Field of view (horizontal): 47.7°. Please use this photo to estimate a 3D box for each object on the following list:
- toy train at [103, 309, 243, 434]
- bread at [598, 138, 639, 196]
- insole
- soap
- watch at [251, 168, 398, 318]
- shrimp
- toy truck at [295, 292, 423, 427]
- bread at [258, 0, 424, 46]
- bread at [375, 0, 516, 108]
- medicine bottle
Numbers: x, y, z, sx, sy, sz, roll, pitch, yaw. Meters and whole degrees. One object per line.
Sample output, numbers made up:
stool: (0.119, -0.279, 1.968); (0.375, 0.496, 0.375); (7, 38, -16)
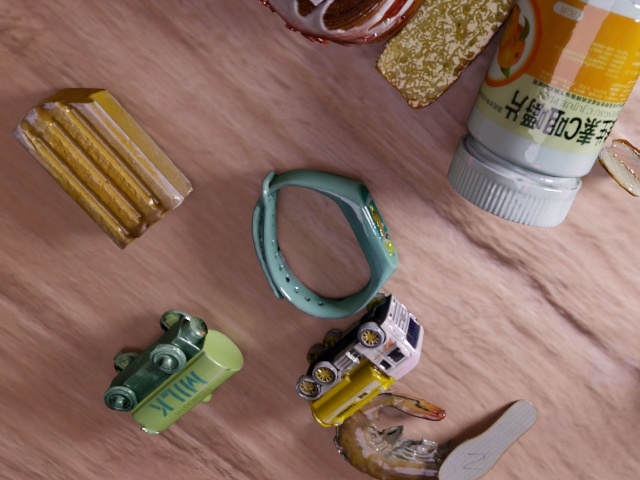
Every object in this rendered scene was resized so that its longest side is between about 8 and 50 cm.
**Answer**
toy train: (-0.242, 0.224, 1.187); (0.157, 0.105, 0.253); (38, 118, -22)
bread: (0.378, -0.083, 0.874); (0.043, 0.109, 0.062); (-44, 56, 25)
insole: (0.258, 0.316, 1.115); (0.188, 0.004, 0.064); (-42, 92, 3)
soap: (-0.312, -0.115, 1.044); (0.140, 0.073, 0.232); (-36, 103, 24)
watch: (0.000, 0.000, 1.035); (0.195, 0.068, 0.237); (-17, 114, 23)
shrimp: (0.144, 0.313, 1.160); (0.253, 0.058, 0.173); (-4, 106, 14)
toy truck: (0.058, 0.186, 1.091); (0.114, 0.098, 0.227); (40, 119, -9)
bread: (0.032, -0.330, 0.819); (0.224, 0.142, 0.212); (4, 103, 26)
bread: (0.150, -0.252, 0.875); (0.103, 0.065, 0.187); (35, 119, -3)
medicine bottle: (0.272, -0.187, 0.823); (0.158, 0.158, 0.318); (20, 117, 3)
